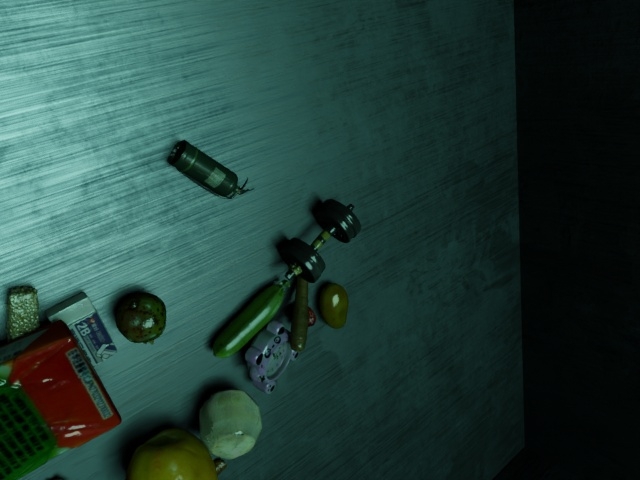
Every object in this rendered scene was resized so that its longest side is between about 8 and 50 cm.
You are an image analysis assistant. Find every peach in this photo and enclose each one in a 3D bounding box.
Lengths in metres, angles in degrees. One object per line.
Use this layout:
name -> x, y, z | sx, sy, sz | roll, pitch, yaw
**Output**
peach -> -0.485, 0.799, 1.745 | 0.288, 0.289, 0.308 | -19, 96, -34

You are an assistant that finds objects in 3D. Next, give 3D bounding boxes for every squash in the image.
squash -> -0.247, 0.286, 1.924 | 0.379, 0.101, 0.101 | -48, 127, -21

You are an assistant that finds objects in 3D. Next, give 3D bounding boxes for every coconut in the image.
coconut -> -0.329, 0.647, 1.894 | 0.227, 0.230, 0.227 | -9, 127, -12

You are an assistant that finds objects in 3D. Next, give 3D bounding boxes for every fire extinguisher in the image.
fire extinguisher -> -0.348, -0.211, 1.705 | 0.118, 0.093, 0.294 | -46, 132, 13

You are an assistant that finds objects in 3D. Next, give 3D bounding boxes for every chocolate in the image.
chocolate -> -0.782, 0.431, 1.440 | 0.341, 0.161, 0.360 | -25, 124, -18

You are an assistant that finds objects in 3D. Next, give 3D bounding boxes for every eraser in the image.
eraser -> -0.709, 0.273, 1.565 | 0.124, 0.068, 0.210 | -29, 120, -25

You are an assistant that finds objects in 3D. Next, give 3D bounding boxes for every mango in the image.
mango -> 0.060, 0.278, 2.176 | 0.136, 0.099, 0.228 | -37, 132, -33

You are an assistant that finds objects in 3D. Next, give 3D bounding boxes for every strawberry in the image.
strawberry -> -0.067, 0.297, 2.075 | 0.106, 0.106, 0.106 | -12, 110, -36

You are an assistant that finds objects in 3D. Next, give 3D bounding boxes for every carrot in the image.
carrot -> -0.074, 0.253, 2.012 | 0.070, 0.070, 0.343 | 25, 59, -41

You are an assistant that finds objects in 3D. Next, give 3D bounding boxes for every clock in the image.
clock -> -0.186, 0.431, 1.974 | 0.228, 0.090, 0.248 | -52, 148, -30

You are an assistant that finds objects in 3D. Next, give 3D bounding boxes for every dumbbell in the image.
dumbbell -> 0.000, 0.000, 1.987 | 0.388, 0.185, 0.185 | -48, 127, -19

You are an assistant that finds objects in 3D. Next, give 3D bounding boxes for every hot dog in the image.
hot dog -> -0.400, 0.877, 2.013 | 0.083, 0.035, 0.058 | -36, 122, -26

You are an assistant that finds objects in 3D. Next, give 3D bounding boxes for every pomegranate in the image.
pomegranate -> -0.553, 0.255, 1.640 | 0.159, 0.159, 0.205 | -28, 147, -30

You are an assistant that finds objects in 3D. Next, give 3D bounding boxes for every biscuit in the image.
biscuit -> -0.823, 0.210, 1.453 | 0.082, 0.070, 0.169 | -2, 106, -28

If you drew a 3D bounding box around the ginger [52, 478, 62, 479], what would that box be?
ginger -> -0.822, 0.823, 1.646 | 0.069, 0.051, 0.174 | 0, 101, -35
